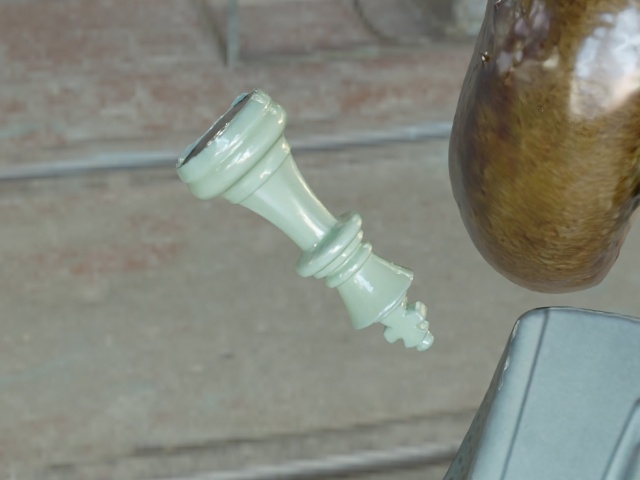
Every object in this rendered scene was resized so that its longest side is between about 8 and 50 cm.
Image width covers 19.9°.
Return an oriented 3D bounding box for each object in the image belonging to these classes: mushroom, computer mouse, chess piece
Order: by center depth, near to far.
[{"bbox_3d":[0.000,0.000,0.860,0.059,0.149,0.059,-40,12,10],"label":"chess piece"},{"bbox_3d":[0.130,0.204,0.985,0.188,0.371,0.122,24,-1,-10],"label":"computer mouse"},{"bbox_3d":[0.205,-0.129,1.362,0.239,0.345,0.345,28,25,-16],"label":"mushroom"}]
